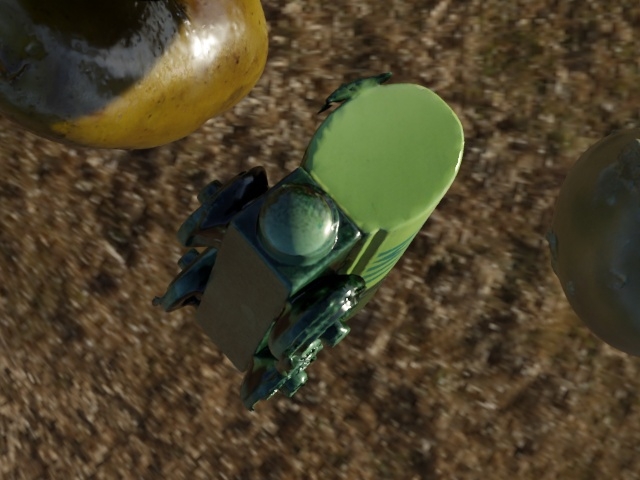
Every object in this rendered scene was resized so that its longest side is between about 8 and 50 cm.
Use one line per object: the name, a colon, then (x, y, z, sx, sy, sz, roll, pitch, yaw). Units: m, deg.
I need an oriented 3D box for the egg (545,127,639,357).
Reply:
egg: (0.266, 0.001, 1.200, 0.164, 0.164, 0.201, 8, 52, -21)

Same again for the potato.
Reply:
potato: (-0.166, -0.182, 1.278, 0.176, 0.369, 0.195, 19, 114, 21)

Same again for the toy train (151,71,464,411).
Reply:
toy train: (0.000, 0.000, 0.812, 0.157, 0.253, 0.105, -40, 82, -17)
